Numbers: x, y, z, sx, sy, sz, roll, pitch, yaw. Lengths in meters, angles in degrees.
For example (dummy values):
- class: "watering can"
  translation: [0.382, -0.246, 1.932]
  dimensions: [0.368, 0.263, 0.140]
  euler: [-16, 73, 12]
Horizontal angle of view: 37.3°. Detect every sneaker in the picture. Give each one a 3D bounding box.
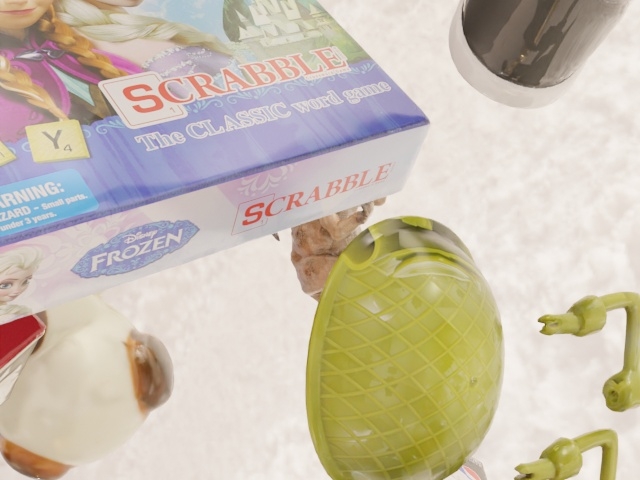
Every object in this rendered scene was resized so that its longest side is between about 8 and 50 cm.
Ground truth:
- class: "sneaker"
  translation: [0.161, -0.216, 0.487]
  dimensions: [0.296, 0.104, 0.147]
  euler: [-66, 4, -27]

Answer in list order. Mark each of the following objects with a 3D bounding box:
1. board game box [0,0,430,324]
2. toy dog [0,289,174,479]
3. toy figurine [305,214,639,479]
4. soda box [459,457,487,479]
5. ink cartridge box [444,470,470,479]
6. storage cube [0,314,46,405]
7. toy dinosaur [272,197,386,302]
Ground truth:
- class: "board game box"
  translation: [-0.151, -0.116, 0.566]
  dimensions: [0.318, 0.318, 0.066]
  euler: [50, 142, 27]
- class: "toy dog"
  translation: [-0.348, 0.080, 1.120]
  dimensions: [0.408, 0.284, 0.395]
  euler: [57, 164, -25]
- class: "toy figurine"
  translation: [0.076, 0.181, 0.343]
  dimensions: [0.217, 0.191, 0.363]
  euler: [-168, 90, -76]
- class: "soda box"
  translation: [0.143, 0.278, 0.974]
  dimensions: [0.060, 0.053, 0.169]
  euler: [-61, 6, 14]
- class: "ink cartridge box"
  translation: [0.159, 0.288, 0.662]
  dimensions: [0.091, 0.385, 0.308]
  euler: [-52, 6, 1]
- class: "storage cube"
  translation: [-0.343, 0.084, 0.667]
  dimensions: [0.215, 0.193, 0.183]
  euler: [-47, 2, -36]
- class: "toy dinosaur"
  translation: [0.000, 0.000, 1.165]
  dimensions: [0.200, 0.127, 0.296]
  euler: [-9, 90, 31]
